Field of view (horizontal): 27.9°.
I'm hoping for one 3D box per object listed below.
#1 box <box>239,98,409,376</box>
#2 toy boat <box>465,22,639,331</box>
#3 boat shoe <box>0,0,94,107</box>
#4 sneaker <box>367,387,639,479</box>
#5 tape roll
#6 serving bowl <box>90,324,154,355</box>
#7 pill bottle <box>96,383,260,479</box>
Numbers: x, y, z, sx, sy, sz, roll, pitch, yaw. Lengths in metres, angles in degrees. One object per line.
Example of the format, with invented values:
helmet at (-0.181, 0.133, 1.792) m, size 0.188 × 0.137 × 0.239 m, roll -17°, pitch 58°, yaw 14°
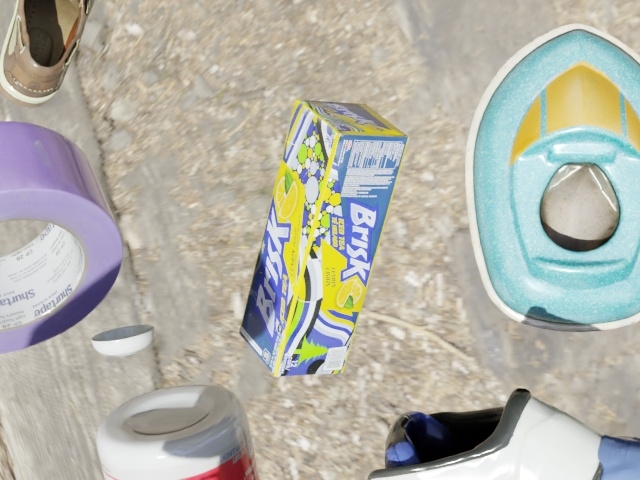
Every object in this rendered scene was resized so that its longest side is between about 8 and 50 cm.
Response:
box at (0.000, 0.000, 0.812) m, size 0.054 × 0.059 × 0.169 m, roll 1°, pitch 116°, yaw -31°
toy boat at (0.282, -0.061, 1.084) m, size 0.318 × 0.148 × 0.267 m, roll -4°, pitch 84°, yaw 5°
boat shoe at (-0.278, -0.270, 1.372) m, size 0.095 × 0.095 × 0.257 m, roll 13°, pitch 67°, yaw -23°
sneaker at (0.105, 0.223, 0.945) m, size 0.182 × 0.127 × 0.315 m, roll 33°, pitch 116°, yaw 9°
tape roll at (-0.258, 0.002, 1.017) m, size 0.189 × 0.189 × 0.080 m, roll -16°, pitch 51°, yaw -17°
serving bowl at (-0.255, 0.133, 1.673) m, size 0.083 × 0.083 × 0.027 m, roll -11°, pitch 98°, yaw -17°
pill bottle at (-0.193, 0.446, 1.969) m, size 0.229 × 0.229 × 0.407 m, roll -15°, pitch 109°, yaw -17°
